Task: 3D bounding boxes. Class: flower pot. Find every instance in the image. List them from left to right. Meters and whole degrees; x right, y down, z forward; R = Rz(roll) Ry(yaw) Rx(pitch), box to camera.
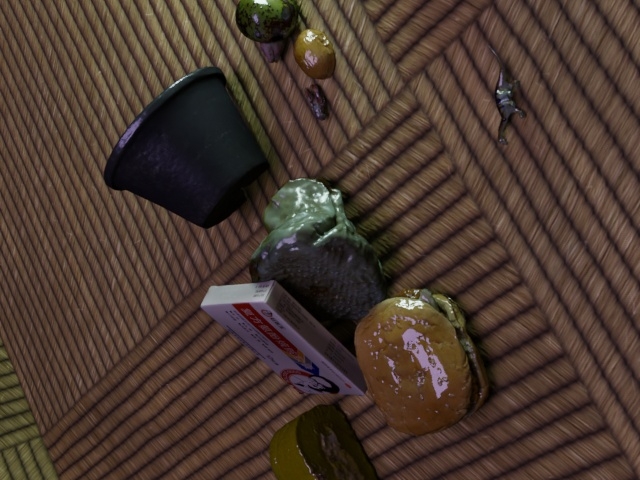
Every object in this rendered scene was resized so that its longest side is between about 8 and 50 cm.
[{"bbox_3d":[-0.286,-0.179,2.116,0.251,0.379,0.379,45,129,5],"label":"flower pot"}]

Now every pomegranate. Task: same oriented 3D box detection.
[{"bbox_3d":[-0.110,-0.475,2.002,0.138,0.163,0.126,13,70,27],"label":"pomegranate"}]

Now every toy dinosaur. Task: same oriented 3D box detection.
[{"bbox_3d":[0.336,-0.260,1.657,0.058,0.037,0.180,4,103,39],"label":"toy dinosaur"}]

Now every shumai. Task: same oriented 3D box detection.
[{"bbox_3d":[0.000,0.000,1.973,0.309,0.304,0.264,-47,33,47],"label":"shumai"}]

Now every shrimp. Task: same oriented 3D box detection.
[{"bbox_3d":[-0.008,-0.303,1.987,0.038,0.029,0.092,-47,63,41],"label":"shrimp"}]

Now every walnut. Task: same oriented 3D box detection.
[{"bbox_3d":[-0.021,-0.397,1.963,0.091,0.052,0.121,-45,70,37],"label":"walnut"}]

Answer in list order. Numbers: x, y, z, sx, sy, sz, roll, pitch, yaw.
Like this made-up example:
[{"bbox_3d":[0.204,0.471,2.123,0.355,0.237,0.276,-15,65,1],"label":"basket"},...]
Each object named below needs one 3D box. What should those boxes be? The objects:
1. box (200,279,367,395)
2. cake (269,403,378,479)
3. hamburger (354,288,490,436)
[{"bbox_3d":[-0.071,0.218,1.995,0.214,0.069,0.353,-8,138,45],"label":"box"},{"bbox_3d":[0.004,0.512,2.058,0.156,0.179,0.261,-46,67,41],"label":"cake"},{"bbox_3d":[0.194,0.243,1.840,0.259,0.144,0.283,-43,64,44],"label":"hamburger"}]
